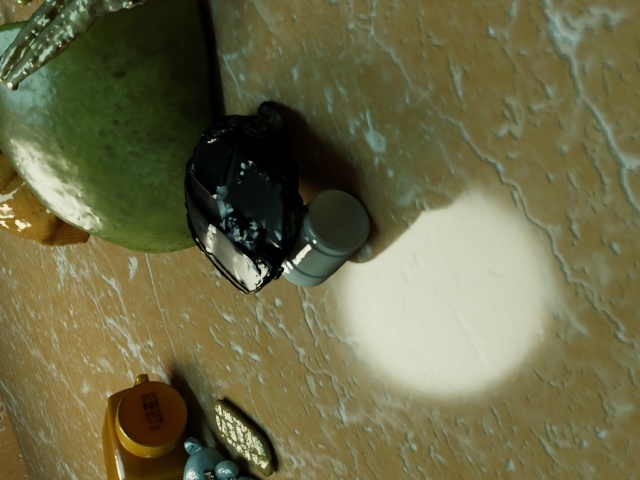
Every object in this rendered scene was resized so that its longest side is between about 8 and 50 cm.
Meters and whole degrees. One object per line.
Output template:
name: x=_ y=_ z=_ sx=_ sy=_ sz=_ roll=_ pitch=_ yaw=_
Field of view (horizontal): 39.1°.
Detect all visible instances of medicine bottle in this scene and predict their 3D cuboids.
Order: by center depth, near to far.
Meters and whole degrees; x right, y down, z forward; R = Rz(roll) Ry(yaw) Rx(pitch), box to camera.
medicine bottle: x=0.000 y=0.000 z=0.785 sx=0.058 sy=0.058 sz=0.091 roll=61 pitch=151 yaw=11
medicine bottle: x=-0.268 y=0.306 z=1.383 sx=0.222 sy=0.112 sz=0.149 roll=116 pitch=142 yaw=-55

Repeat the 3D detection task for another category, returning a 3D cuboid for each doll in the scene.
doll: x=-0.140 y=0.352 z=1.261 sx=0.180 sy=0.075 sz=0.120 roll=16 pitch=118 yaw=54

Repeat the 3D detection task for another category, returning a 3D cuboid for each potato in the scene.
potato: x=-0.250 y=-0.103 z=0.980 sx=0.330 sy=0.213 sz=0.280 roll=12 pitch=120 yaw=58

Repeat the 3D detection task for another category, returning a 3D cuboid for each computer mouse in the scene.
computer mouse: x=-0.076 y=-0.041 z=0.799 sx=0.241 sy=0.078 sz=0.146 roll=-125 pitch=41 yaw=-57

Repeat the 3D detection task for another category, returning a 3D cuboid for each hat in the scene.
hat: x=-0.430 y=-0.077 z=1.282 sx=0.244 sy=0.233 sz=0.233 roll=2 pitch=113 yaw=60

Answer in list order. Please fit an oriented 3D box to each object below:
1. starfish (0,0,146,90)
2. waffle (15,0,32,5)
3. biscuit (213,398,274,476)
starfish: x=-0.154 y=-0.314 z=0.724 sx=0.432 sy=0.082 sz=0.323 roll=-32 pitch=64 yaw=36
waffle: x=-0.439 y=-0.461 z=1.195 sx=0.283 sy=0.065 sz=0.309 roll=39 pitch=140 yaw=40
biscuit: x=-0.103 y=0.259 z=1.191 sx=0.147 sy=0.018 sz=0.071 roll=26 pitch=131 yaw=49
